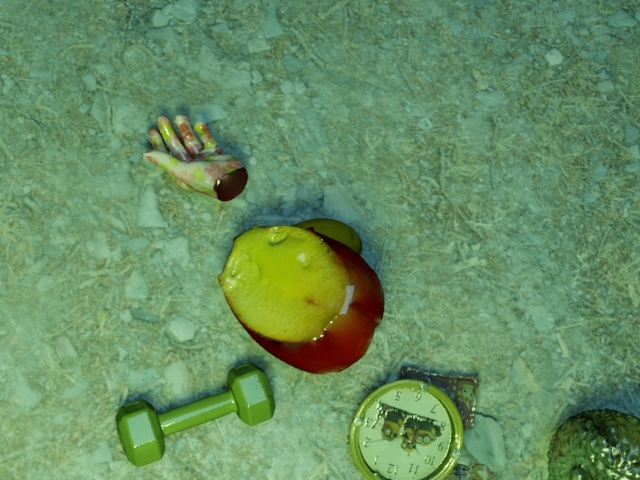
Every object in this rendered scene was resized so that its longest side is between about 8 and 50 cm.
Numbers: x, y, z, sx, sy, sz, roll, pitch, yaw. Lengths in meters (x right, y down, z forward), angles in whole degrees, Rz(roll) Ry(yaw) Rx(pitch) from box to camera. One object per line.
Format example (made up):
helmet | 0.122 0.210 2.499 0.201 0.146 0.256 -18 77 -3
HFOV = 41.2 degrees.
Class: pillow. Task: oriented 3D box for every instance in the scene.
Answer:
pillow | 0.241 0.329 1.785 0.184 0.043 0.118 13 72 -11

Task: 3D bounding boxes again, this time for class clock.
clock | 0.170 0.392 1.721 0.236 0.057 0.237 0 91 -8

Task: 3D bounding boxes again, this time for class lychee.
lychee | 0.589 0.453 1.704 0.274 0.255 0.255 -8 71 -35

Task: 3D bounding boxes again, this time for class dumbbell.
dumbbell | -0.240 0.334 1.646 0.301 0.121 0.108 -17 103 -18

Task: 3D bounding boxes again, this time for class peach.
peach | -0.042 0.103 1.679 0.338 0.281 0.281 35 67 -2

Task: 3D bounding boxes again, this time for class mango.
mango | 0.000 0.000 1.837 0.190 0.075 0.098 -4 87 -18

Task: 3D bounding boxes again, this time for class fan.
fan | 0.279 0.562 1.727 0.152 0.008 0.227 7 68 -10

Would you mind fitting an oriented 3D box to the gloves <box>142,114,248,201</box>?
gloves | -0.276 -0.172 1.824 0.241 0.126 0.145 31 69 31
